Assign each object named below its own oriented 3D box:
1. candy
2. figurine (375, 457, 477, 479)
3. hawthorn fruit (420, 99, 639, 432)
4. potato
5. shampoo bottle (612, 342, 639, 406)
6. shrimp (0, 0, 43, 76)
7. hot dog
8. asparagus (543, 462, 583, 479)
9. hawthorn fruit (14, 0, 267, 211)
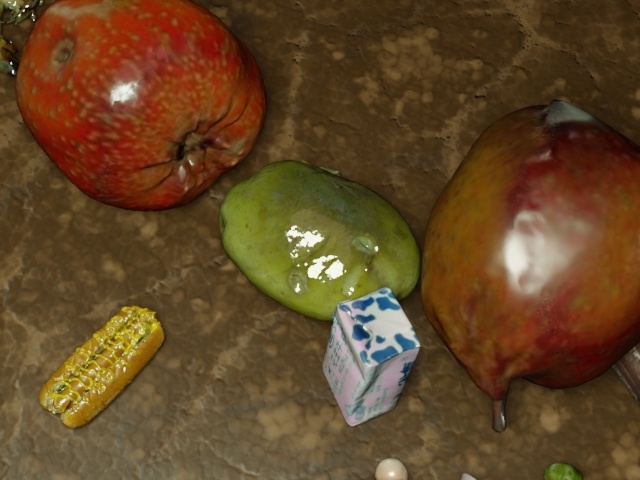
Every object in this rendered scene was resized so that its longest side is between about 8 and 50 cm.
[{"bbox_3d":[0.054,0.130,1.244,0.073,0.160,0.092,-17,61,-19],"label":"candy"},{"bbox_3d":[0.111,0.318,1.172,0.276,0.133,0.200,-5,61,-11],"label":"figurine"},{"bbox_3d":[0.254,0.013,1.261,0.325,0.308,0.308,-31,71,-11],"label":"hawthorn fruit"},{"bbox_3d":[0.000,-0.001,1.309,0.197,0.148,0.228,-22,60,-42],"label":"potato"},{"bbox_3d":[0.424,0.204,1.305,0.068,0.067,0.236,-26,69,-28],"label":"shampoo bottle"},{"bbox_3d":[-0.346,-0.302,1.461,0.290,0.054,0.222,11,62,2],"label":"shrimp"},{"bbox_3d":[-0.245,0.141,1.261,0.071,0.045,0.165,37,66,13],"label":"hot dog"},{"bbox_3d":[0.259,0.339,1.233,0.041,0.045,0.178,0,59,31],"label":"asparagus"},{"bbox_3d":[-0.224,-0.175,1.306,0.300,0.275,0.275,25,63,16],"label":"hawthorn fruit"}]
